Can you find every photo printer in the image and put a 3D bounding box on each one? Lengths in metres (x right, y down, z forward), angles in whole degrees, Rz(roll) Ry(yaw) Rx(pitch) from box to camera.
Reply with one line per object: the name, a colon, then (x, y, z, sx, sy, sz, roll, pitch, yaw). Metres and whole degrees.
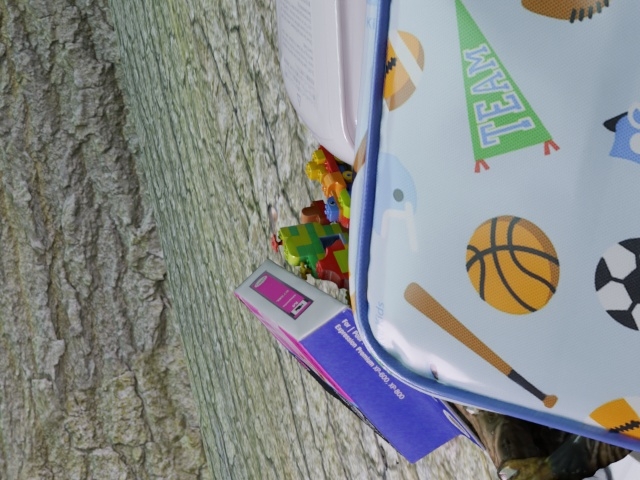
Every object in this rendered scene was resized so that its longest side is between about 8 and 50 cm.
photo printer: (0.027, -0.225, 1.148, 0.256, 0.107, 0.307, -125, 29, -64)

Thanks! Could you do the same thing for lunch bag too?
lunch bag: (0.125, -0.071, 0.487, 0.243, 0.115, 0.303, 15, 112, 26)

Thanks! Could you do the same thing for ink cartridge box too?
ink cartridge box: (0.027, 0.122, 1.306, 0.175, 0.069, 0.371, 48, 171, -16)

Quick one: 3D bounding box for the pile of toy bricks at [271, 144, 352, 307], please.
pile of toy bricks: (0.000, 0.000, 1.395, 0.118, 0.105, 0.212, 96, 159, -45)

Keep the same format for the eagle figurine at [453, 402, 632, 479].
eagle figurine: (0.182, 0.028, 0.667, 0.226, 0.225, 0.298, 41, 114, 7)

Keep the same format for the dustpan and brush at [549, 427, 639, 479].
dustpan and brush: (0.160, 0.126, 0.965, 0.147, 0.060, 0.211, 99, 156, -50)
